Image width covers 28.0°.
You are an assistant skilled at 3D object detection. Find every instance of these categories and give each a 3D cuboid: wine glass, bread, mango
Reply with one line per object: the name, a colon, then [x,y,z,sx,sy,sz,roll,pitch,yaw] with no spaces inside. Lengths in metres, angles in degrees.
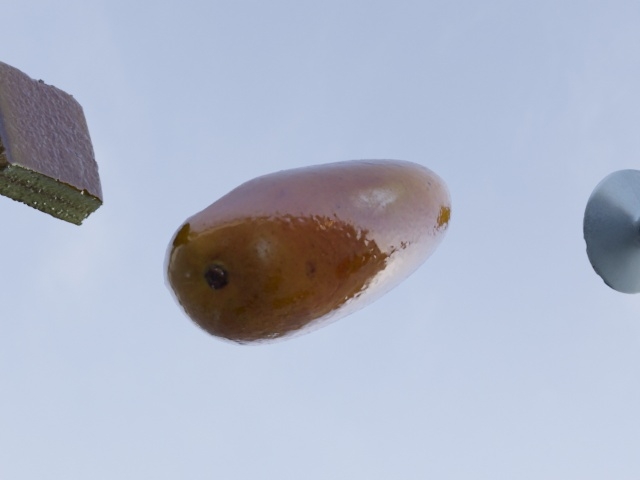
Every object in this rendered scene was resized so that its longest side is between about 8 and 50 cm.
wine glass: [0.362,-0.012,1.221,0.165,0.165,0.196,49,-20,-16]
bread: [-0.188,-0.064,0.840,0.035,0.094,0.090,-35,-35,23]
mango: [0.004,0.005,0.856,0.102,0.217,0.141,55,-35,18]
